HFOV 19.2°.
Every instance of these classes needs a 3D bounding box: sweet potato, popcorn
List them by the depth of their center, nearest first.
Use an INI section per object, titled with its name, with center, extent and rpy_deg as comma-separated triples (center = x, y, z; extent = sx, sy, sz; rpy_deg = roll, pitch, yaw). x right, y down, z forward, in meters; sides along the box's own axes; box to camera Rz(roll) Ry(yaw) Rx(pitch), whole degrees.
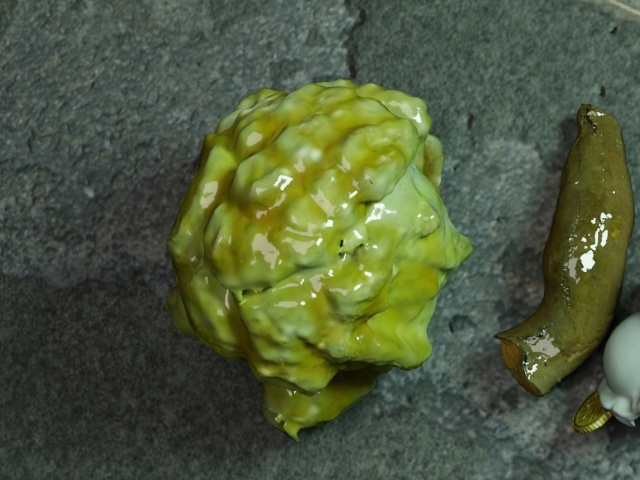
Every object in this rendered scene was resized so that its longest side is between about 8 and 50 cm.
[sweet potato]
center = 0.237, 0.008, 1.786
extent = 0.112, 0.085, 0.286
rpy_deg = 8, 84, 33
[popcorn]
center = -0.004, 0.008, 1.813
extent = 0.274, 0.279, 0.335
rpy_deg = 20, 77, 10

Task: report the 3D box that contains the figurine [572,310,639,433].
[figurine]
center = 0.324, 0.079, 1.699
extent = 0.271, 0.143, 0.143
rpy_deg = -31, 68, 18
